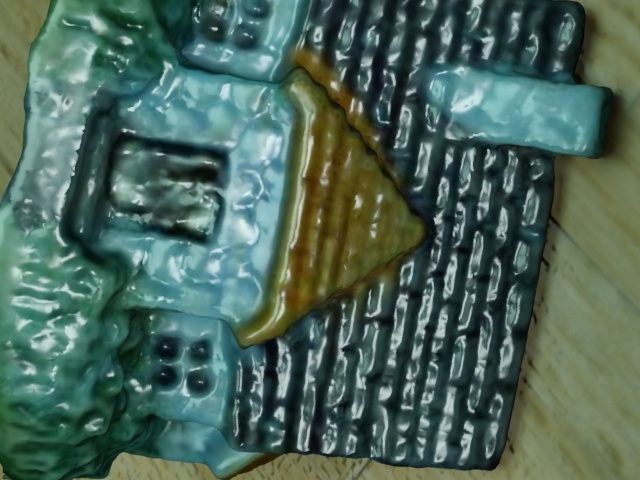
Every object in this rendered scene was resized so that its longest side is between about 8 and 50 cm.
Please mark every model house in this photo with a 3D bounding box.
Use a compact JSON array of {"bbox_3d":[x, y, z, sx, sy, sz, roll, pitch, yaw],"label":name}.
[{"bbox_3d":[0.000,0.000,0.929,0.241,0.226,0.261,10,94,12],"label":"model house"}]
